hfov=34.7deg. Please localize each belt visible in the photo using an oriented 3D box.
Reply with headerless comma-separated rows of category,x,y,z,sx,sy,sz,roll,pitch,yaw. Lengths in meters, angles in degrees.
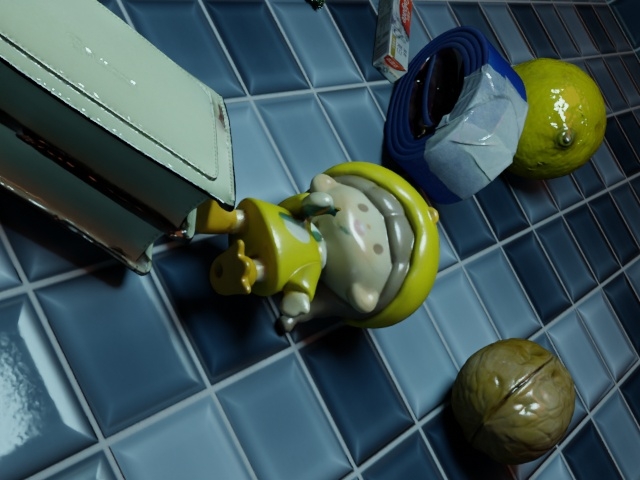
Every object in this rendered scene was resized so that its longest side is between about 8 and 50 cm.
belt,0.219,-0.210,1.655,0.117,0.212,0.347,44,32,-25

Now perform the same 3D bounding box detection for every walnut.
walnut,0.268,0.223,1.432,0.207,0.167,0.167,-20,81,-58

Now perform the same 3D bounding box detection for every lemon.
lemon,0.416,-0.223,1.916,0.228,0.228,0.253,66,14,10

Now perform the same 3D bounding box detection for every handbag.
handbag,-0.263,-0.153,1.024,0.358,0.160,0.237,35,35,-34

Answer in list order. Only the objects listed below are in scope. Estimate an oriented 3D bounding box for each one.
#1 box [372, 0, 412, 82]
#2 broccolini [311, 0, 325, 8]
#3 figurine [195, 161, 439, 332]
box,0.129,-0.369,1.814,0.055,0.039,0.218,39,39,-27
broccolini,0.032,-0.434,1.756,0.057,0.071,0.254,22,19,19
figurine,0.000,0.000,1.238,0.343,0.187,0.215,6,69,-45
